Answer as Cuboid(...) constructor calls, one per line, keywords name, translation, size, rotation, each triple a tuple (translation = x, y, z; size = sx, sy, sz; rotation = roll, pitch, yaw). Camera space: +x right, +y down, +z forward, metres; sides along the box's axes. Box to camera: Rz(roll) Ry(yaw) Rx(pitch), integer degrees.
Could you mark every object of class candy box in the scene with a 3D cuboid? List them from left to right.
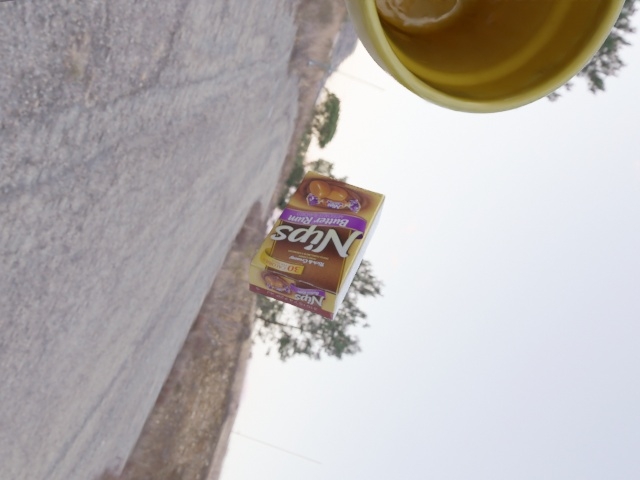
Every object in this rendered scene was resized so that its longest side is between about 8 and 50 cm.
Cuboid(name="candy box", translation=(0.000, 0.000, 0.813), size=(0.053, 0.109, 0.187), rotation=(97, 15, -47))

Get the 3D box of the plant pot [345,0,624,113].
Cuboid(name="plant pot", translation=(0.135, -0.276, 0.670), size=(0.239, 0.254, 0.254), rotation=(-112, -136, -66))
